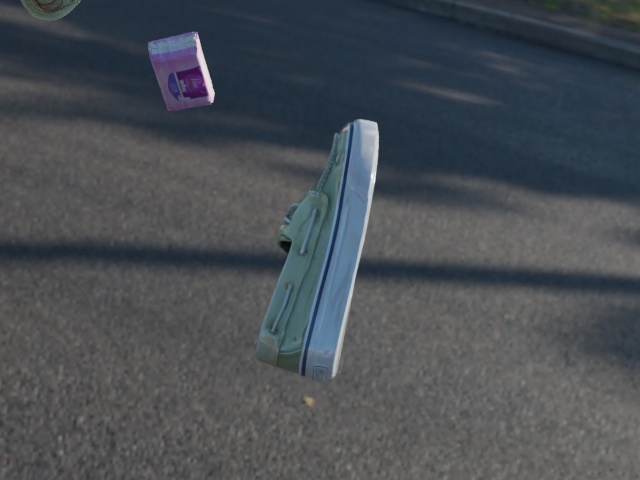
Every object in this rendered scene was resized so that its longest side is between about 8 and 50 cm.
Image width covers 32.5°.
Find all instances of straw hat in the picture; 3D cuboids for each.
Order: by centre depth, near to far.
[{"bbox_3d":[-0.339,-0.362,1.464,0.144,0.145,0.061,23,13,25],"label":"straw hat"}]

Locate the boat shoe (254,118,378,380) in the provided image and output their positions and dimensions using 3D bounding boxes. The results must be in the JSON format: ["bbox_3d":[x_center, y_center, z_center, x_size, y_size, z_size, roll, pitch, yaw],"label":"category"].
[{"bbox_3d":[0.000,0.000,1.200,0.094,0.302,0.109,11,-20,2],"label":"boat shoe"}]

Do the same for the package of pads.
[{"bbox_3d":[-0.137,-0.167,1.088,0.050,0.083,0.032,-10,57,1],"label":"package of pads"}]
